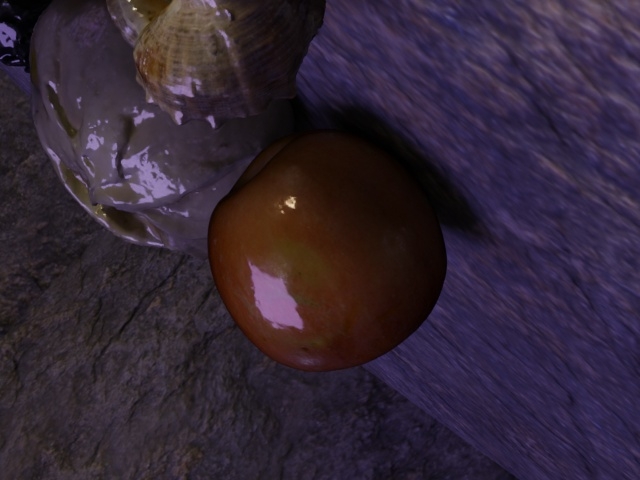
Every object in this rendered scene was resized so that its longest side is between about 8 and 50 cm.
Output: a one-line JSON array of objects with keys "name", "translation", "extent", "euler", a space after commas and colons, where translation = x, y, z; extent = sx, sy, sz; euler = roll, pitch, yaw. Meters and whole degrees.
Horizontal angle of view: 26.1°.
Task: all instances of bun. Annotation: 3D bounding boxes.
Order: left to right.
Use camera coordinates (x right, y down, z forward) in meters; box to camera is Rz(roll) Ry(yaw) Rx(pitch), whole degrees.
[{"name": "bun", "translation": [-0.194, -0.118, 1.564], "extent": [0.365, 0.219, 0.365], "euler": [38, 163, 14]}]

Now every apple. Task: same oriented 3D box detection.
[{"name": "apple", "translation": [0.000, 0.000, 1.366], "extent": [0.253, 0.253, 0.253], "euler": [41, 171, 7]}]

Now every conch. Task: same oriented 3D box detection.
[{"name": "conch", "translation": [-0.081, -0.196, 0.998], "extent": [0.178, 0.163, 0.245], "euler": [24, 137, 12]}]

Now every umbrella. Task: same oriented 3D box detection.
[{"name": "umbrella", "translation": [-0.332, -0.276, 1.828], "extent": [0.154, 0.128, 0.336], "euler": [17, 180, -39]}]

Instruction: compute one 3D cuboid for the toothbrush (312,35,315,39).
[{"name": "toothbrush", "translation": [-0.094, -0.224, 1.309], "extent": [0.030, 0.031, 0.297], "euler": [15, -171, -39]}]
